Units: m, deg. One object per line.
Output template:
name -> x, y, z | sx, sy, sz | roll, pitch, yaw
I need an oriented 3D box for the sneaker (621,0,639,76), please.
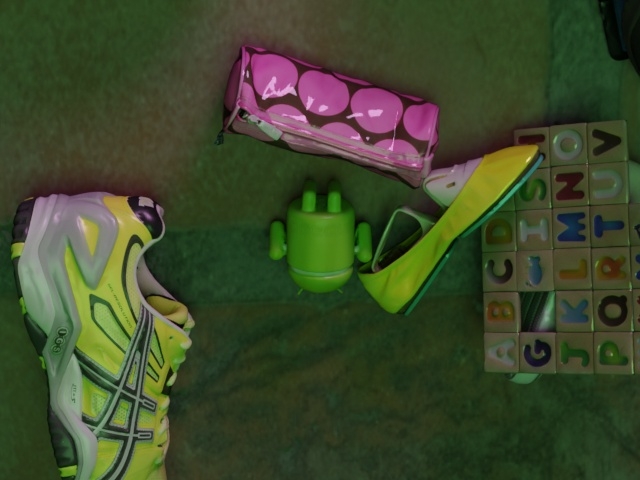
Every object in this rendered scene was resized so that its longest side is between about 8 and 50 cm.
sneaker -> 0.348, -0.202, 1.273 | 0.125, 0.140, 0.341 | -16, 151, -5

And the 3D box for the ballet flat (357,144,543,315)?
ballet flat -> 0.116, -0.022, 1.429 | 0.077, 0.077, 0.231 | 39, 118, -2

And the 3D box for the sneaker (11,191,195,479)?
sneaker -> -0.190, 0.135, 1.446 | 0.147, 0.145, 0.385 | -10, 113, 1

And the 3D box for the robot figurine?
robot figurine -> 0.000, 0.000, 1.442 | 0.101, 0.067, 0.115 | 0, 112, -1

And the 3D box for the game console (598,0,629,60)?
game console -> 0.324, -0.226, 1.373 | 0.122, 0.107, 0.071 | -17, 83, 3

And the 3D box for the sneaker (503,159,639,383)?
sneaker -> 0.260, 0.036, 1.460 | 0.091, 0.094, 0.258 | 15, 114, -17

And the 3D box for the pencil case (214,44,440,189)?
pencil case -> 0.011, -0.110, 1.384 | 0.209, 0.098, 0.095 | 14, 111, -9

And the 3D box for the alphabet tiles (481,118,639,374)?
alphabet tiles -> 0.239, 0.008, 1.398 | 0.198, 0.009, 0.237 | -3, 88, 36
